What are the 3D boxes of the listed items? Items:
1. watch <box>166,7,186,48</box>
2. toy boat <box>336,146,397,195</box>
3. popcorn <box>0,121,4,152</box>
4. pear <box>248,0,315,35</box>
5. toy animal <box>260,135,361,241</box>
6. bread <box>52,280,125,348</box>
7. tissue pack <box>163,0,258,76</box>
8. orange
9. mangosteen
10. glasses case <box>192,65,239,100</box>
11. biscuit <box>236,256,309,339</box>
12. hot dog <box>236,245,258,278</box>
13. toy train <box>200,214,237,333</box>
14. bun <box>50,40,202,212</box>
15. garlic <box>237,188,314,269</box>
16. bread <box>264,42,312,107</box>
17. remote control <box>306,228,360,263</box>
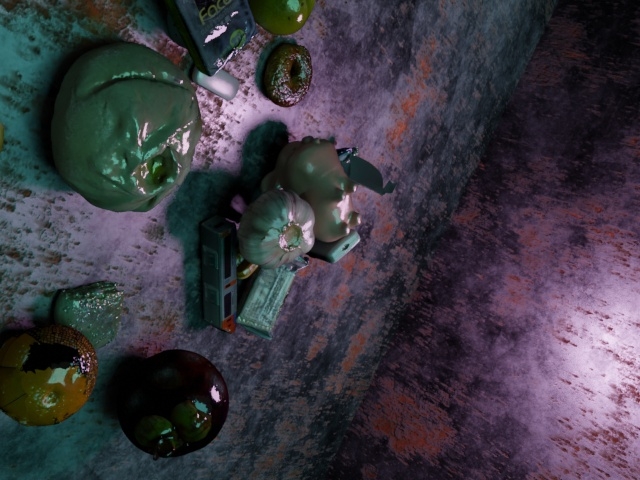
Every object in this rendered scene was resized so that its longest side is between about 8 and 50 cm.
[{"bbox_3d":[-0.255,-0.544,1.516,0.195,0.068,0.237,18,101,-60],"label":"watch"},{"bbox_3d":[0.117,-0.221,2.165,0.220,0.291,0.067,-44,144,-33],"label":"toy boat"},{"bbox_3d":[-0.627,-0.177,1.067,0.221,0.183,0.204,-10,115,-55],"label":"popcorn"},{"bbox_3d":[-0.094,-0.611,1.607,0.180,0.166,0.216,-44,157,-36],"label":"pear"},{"bbox_3d":[-0.011,-0.157,2.014,0.237,0.269,0.327,-37,129,-48],"label":"toy animal"},{"bbox_3d":[-0.545,0.176,1.616,0.172,0.064,0.232,-49,150,-22],"label":"bread"},{"bbox_3d":[-0.237,-0.502,1.440,0.173,0.073,0.236,-47,147,-19],"label":"tissue pack"},{"bbox_3d":[-0.613,0.299,1.475,0.234,0.182,0.235,-15,128,-21],"label":"orange"},{"bbox_3d":[-0.397,0.473,1.818,0.305,0.360,0.306,-11,129,-14],"label":"mangosteen"},{"bbox_3d":[-0.258,-0.397,1.649,0.164,0.041,0.063,15,102,-62],"label":"glasses case"},{"bbox_3d":[-0.172,0.168,2.161,0.185,0.079,0.309,21,94,-23],"label":"biscuit"},{"bbox_3d":[-0.197,0.023,2.050,0.236,0.092,0.062,-47,165,-24],"label":"hot dog"},{"bbox_3d":[-0.301,0.120,1.959,0.089,0.086,0.410,-33,140,-43],"label":"toy train"},{"bbox_3d":[-0.383,-0.225,1.395,0.365,0.219,0.365,-45,148,-38],"label":"bun"},{"bbox_3d":[-0.155,-0.042,1.912,0.245,0.253,0.245,-16,116,-37],"label":"garlic"},{"bbox_3d":[-0.086,-0.462,1.868,0.193,0.063,0.193,-37,138,-42],"label":"bread"},{"bbox_3d":[0.000,0.000,2.167,0.140,0.296,0.056,-39,116,-20],"label":"remote control"}]
